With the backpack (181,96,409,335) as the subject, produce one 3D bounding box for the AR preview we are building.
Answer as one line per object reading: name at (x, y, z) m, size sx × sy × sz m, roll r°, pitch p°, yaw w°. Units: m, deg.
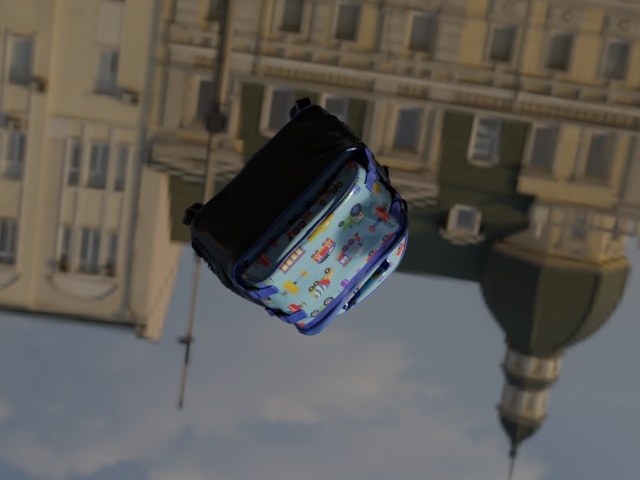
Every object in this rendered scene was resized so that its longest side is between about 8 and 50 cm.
backpack at (0.000, 0.000, 1.005) m, size 0.117 × 0.158 × 0.173 m, roll 43°, pitch 176°, yaw 39°
